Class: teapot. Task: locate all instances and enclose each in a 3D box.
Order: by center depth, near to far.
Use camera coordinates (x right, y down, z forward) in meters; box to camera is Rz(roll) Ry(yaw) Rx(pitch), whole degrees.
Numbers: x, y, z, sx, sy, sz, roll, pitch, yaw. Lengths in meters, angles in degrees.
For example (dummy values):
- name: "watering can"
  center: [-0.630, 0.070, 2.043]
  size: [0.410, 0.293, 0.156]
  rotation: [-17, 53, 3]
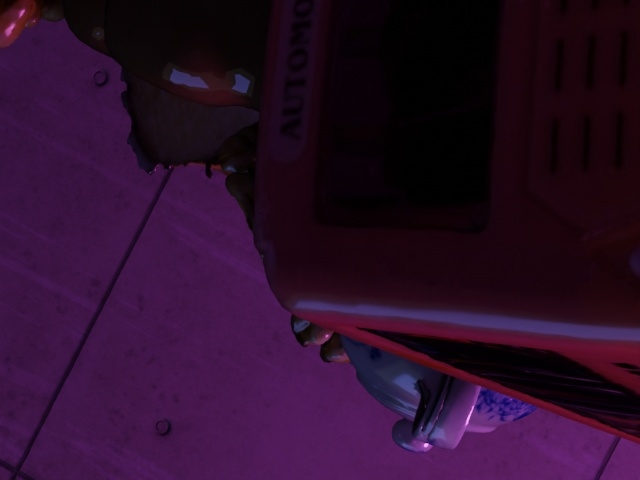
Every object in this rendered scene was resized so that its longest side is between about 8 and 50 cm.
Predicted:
- name: "teapot"
  center: [0.077, 0.059, 0.854]
  size: [0.159, 0.159, 0.232]
  rotation: [27, -174, -2]

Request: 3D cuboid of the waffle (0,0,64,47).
- name: "waffle"
  center: [-0.255, -0.209, 0.814]
  size: [0.291, 0.051, 0.291]
  rotation: [39, -167, -11]

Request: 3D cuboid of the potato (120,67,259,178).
- name: "potato"
  center: [-0.001, -0.160, 1.210]
  size: [0.237, 0.289, 0.300]
  rotation: [3, 178, -36]

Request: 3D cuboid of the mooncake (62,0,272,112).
- name: "mooncake"
  center: [0.039, -0.134, 0.844]
  size: [0.378, 0.201, 0.378]
  rotation: [27, -177, -2]

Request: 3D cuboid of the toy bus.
- name: "toy bus"
  center: [0.168, -0.013, 0.548]
  size: [0.233, 0.203, 0.427]
  rotation: [-1, 166, 31]

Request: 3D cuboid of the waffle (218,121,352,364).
- name: "waffle"
  center: [0.000, 0.000, 0.973]
  size: [0.184, 0.036, 0.169]
  rotation: [64, -158, 5]
